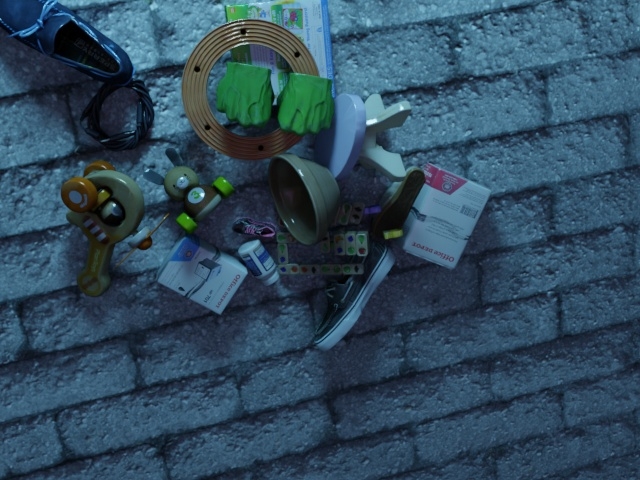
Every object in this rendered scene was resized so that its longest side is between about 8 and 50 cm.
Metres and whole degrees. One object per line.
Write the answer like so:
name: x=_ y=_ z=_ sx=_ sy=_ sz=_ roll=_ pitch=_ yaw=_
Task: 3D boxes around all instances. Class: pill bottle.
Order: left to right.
pill bottle: x=-0.160 y=0.058 z=1.945 sx=0.067 sy=0.067 sz=0.120 roll=-32 pitch=111 yaw=-1

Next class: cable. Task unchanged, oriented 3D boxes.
cable: x=-0.474 y=-0.304 z=1.768 sx=0.150 sy=0.047 sz=0.184 roll=38 pitch=95 yaw=-19

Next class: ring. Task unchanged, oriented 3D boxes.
ring: x=-0.164 y=-0.359 z=1.775 sx=0.336 sy=0.032 sz=0.337 roll=-3 pitch=108 yaw=-11

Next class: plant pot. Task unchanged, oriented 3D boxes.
plant pot: x=-0.026 y=-0.115 z=1.830 sx=0.109 sy=0.237 sz=0.237 roll=-24 pitch=112 yaw=-23

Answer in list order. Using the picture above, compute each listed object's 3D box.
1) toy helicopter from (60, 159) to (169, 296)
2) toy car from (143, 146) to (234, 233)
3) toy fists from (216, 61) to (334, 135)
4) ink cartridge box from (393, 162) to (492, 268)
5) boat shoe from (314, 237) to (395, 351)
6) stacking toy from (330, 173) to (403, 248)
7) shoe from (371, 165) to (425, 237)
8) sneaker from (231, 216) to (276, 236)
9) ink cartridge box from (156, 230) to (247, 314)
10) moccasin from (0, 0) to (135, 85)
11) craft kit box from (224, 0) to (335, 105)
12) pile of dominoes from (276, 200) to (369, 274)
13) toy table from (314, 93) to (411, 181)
toy helicopter: x=-0.512 y=-0.004 z=1.804 sx=0.235 sy=0.140 sz=0.355 roll=22 pitch=119 yaw=1
toy car: x=-0.334 y=-0.134 z=1.814 sx=0.188 sy=0.149 sz=0.155 roll=45 pitch=82 yaw=-9
toy fists: x=-0.105 y=-0.325 z=1.735 sx=0.279 sy=0.096 sz=0.142 roll=7 pitch=96 yaw=-13
ink cartridge box: x=0.326 y=-0.065 z=1.999 sx=0.172 sy=0.100 sz=0.237 roll=20 pitch=101 yaw=-18
boat shoe: x=0.066 y=0.139 z=2.010 sx=0.119 sy=0.121 sz=0.335 roll=34 pitch=86 yaw=-13
stacking toy: x=0.092 y=-0.073 z=1.932 sx=0.221 sy=0.052 sz=0.167 roll=-11 pitch=100 yaw=8
shoe: x=0.205 y=-0.104 z=1.986 sx=0.076 sy=0.058 sz=0.219 roll=27 pitch=103 yaw=-29
sneaker: x=-0.171 y=-0.029 z=1.921 sx=0.119 sy=0.057 sz=0.047 roll=4 pitch=108 yaw=-13
ink cartridge box: x=-0.306 y=0.083 z=1.913 sx=0.190 sy=0.082 sz=0.140 roll=31 pitch=98 yaw=-18
moccasin: x=-0.571 y=-0.465 z=1.641 sx=0.342 sy=0.117 sz=0.138 roll=23 pitch=95 yaw=-10
craft kit box: x=-0.096 y=-0.456 z=1.803 sx=0.246 sy=0.061 sz=0.250 roll=-9 pitch=109 yaw=-13
pile of dominoes: x=0.000 y=0.000 z=1.924 sx=0.251 sy=0.040 sz=0.196 roll=-1 pitch=104 yaw=13
toy table: x=0.104 y=-0.254 z=1.830 sx=0.160 sy=0.274 sz=0.252 roll=-4 pitch=75 yaw=-22
